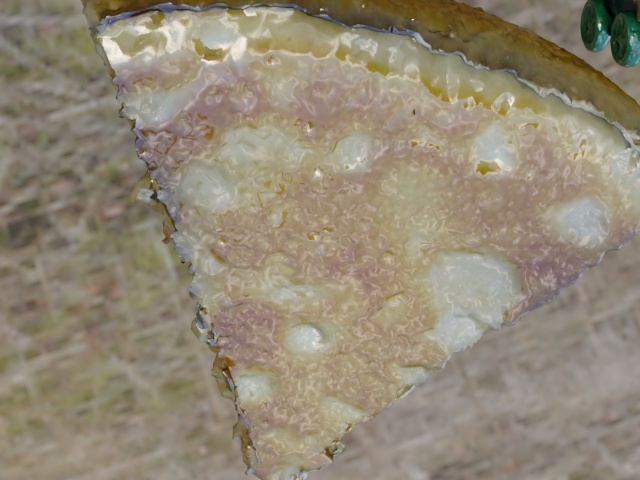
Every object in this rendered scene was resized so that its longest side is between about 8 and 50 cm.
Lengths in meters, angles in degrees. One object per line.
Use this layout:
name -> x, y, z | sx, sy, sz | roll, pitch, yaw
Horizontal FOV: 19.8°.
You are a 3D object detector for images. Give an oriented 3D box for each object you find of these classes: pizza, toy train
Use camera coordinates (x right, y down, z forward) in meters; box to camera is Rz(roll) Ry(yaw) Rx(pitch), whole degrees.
pizza -> 0.000, 0.000, 1.336 | 0.440, 0.130, 0.406 | 14, 119, -15
toy train -> 0.260, -0.203, 1.402 | 0.091, 0.136, 0.227 | 0, -164, -10
